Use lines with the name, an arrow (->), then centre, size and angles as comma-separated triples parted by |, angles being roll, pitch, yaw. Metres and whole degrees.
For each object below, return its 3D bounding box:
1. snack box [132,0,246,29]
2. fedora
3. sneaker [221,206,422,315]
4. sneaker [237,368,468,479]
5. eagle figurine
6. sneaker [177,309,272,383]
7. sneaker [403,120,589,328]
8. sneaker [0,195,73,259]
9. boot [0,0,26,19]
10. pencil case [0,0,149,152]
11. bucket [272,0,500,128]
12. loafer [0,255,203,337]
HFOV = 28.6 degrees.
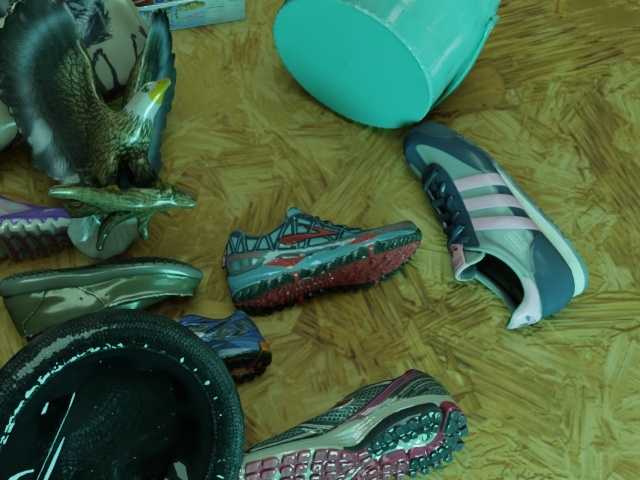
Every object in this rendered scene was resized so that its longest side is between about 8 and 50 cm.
snack box -> -0.196, -0.330, 1.796 | 0.178, 0.064, 0.022 | -10, 64, -11
fedora -> -0.253, 0.231, 1.396 | 0.334, 0.152, 0.334 | -2, 95, -22
sneaker -> 0.000, 0.000, 1.610 | 0.262, 0.104, 0.125 | -14, 61, -13
sneaker -> 0.020, 0.245, 1.483 | 0.299, 0.121, 0.112 | -16, 35, -13
eagle figurine -> -0.257, -0.149, 1.556 | 0.225, 0.226, 0.298 | -26, 58, 3
sneaker -> -0.174, 0.138, 1.541 | 0.221, 0.083, 0.087 | -6, 48, -15
sneaker -> 0.198, -0.023, 1.635 | 0.131, 0.112, 0.319 | -35, 68, -24
sneaker -> -0.425, -0.031, 1.591 | 0.236, 0.095, 0.104 | -5, 64, -7
boot -> -0.472, -0.378, 1.790 | 0.178, 0.085, 0.236 | 13, 65, -1
pencil case -> -0.425, -0.213, 1.650 | 0.410, 0.160, 0.183 | -29, 100, -19
bucket -> 0.082, -0.295, 1.692 | 0.281, 0.281, 0.183 | 28, 64, 10
loafer -> -0.270, 0.072, 1.566 | 0.251, 0.094, 0.087 | -6, 96, -10
